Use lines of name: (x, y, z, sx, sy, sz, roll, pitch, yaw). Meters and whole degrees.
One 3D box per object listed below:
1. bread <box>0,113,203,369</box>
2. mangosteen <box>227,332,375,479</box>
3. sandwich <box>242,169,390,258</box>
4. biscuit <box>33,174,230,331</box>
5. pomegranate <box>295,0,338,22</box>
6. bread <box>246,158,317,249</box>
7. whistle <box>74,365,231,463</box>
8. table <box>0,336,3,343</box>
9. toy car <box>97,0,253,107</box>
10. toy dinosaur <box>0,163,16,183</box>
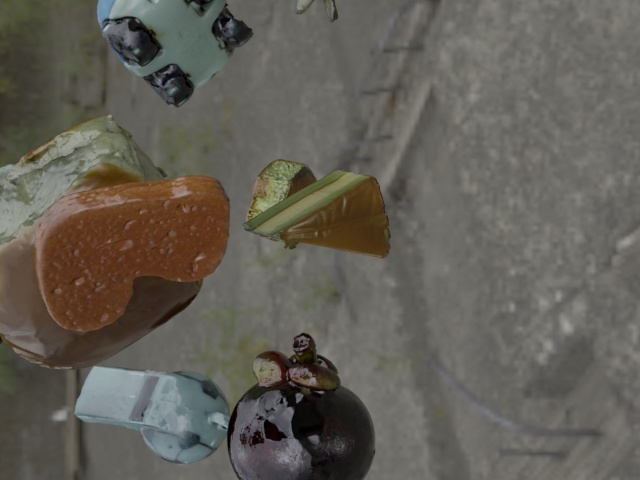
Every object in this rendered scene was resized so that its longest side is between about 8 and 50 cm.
bread: (-0.280, 0.008, 1.524, 0.279, 0.250, 0.225, 62, -177, -55)
mangosteen: (-0.027, 0.269, 1.981, 0.228, 0.228, 0.265, -157, 70, -73)
sandwich: (0.000, 0.000, 1.598, 0.079, 0.163, 0.113, 13, 127, 48)
biscuit: (-0.184, 0.013, 1.306, 0.186, 0.192, 0.036, 93, 164, -47)
pomegranate: (0.043, -0.321, 1.327, 0.181, 0.224, 0.181, 45, 164, 16)
bread: (-0.062, -0.064, 2.158, 0.140, 0.069, 0.128, -69, -22, -7)
whistle: (-0.249, 0.285, 2.174, 0.290, 0.163, 0.163, 1, 89, 40)
table: (-0.600, 0.157, 1.795, 0.317, 0.249, 0.317, 38, 149, 28)
toy car: (-0.238, -0.338, 2.003, 0.190, 0.188, 0.255, 44, 179, 33)
toy dinosaur: (-0.505, -0.087, 1.874, 0.092, 0.393, 0.205, -5, -80, -61)
